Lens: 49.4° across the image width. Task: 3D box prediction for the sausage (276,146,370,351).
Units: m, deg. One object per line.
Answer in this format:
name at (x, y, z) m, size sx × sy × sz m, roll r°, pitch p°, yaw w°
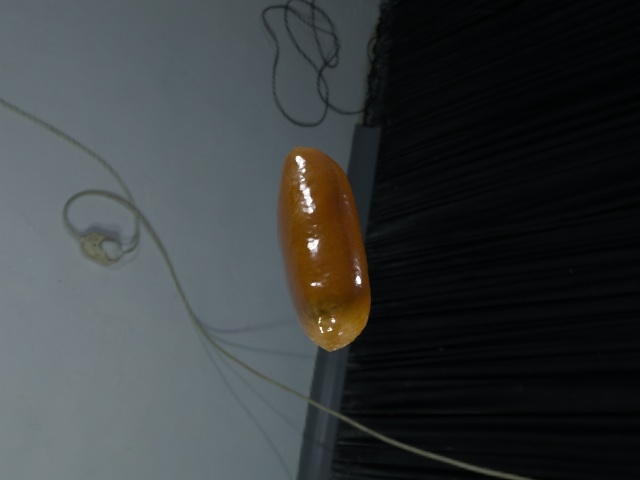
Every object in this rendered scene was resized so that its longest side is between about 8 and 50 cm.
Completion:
sausage at (0.000, 0.000, 0.717) m, size 0.098 × 0.098 × 0.238 m, roll 26°, pitch 38°, yaw -37°
